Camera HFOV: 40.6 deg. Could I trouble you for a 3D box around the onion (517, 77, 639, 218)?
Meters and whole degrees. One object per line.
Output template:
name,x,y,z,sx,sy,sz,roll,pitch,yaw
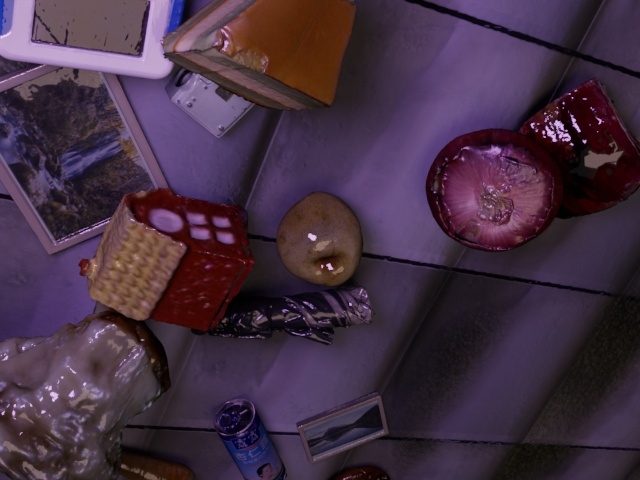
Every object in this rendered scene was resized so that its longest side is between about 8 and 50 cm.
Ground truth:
onion,0.503,-0.126,1.679,0.280,0.146,0.314,-40,134,15

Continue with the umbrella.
umbrella,-0.075,0.150,1.675,0.357,0.113,0.106,-5,100,-13

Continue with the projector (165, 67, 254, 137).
projector,-0.154,-0.250,1.368,0.147,0.061,0.115,-44,127,11

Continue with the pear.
pear,0.000,0.000,1.571,0.167,0.136,0.167,-10,131,-12

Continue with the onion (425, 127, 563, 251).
onion,0.318,-0.098,1.598,0.248,0.161,0.248,6,130,7

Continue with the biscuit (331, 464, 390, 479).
biscuit,0.091,0.632,2.140,0.192,0.049,0.192,-14,129,-18

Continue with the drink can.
drink can,-0.150,0.449,1.873,0.097,0.097,0.235,-23,129,-4

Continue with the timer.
timer,-0.323,-0.331,1.215,0.253,0.078,0.178,4,117,-25

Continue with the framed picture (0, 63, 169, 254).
framed picture,-0.396,-0.139,1.379,0.240,0.020,0.324,-22,130,-6

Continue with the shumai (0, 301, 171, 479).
shumai,-0.432,0.247,1.498,0.323,0.324,0.397,-44,136,-6

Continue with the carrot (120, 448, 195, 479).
carrot,-0.391,0.470,1.811,0.298,0.078,0.078,32,109,-33

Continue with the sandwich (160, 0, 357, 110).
sandwich,-0.084,-0.317,1.241,0.227,0.155,0.198,19,82,-41

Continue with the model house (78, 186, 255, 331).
model house,-0.264,0.027,1.454,0.254,0.160,0.196,10,129,-32

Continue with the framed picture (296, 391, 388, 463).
framed picture,0.054,0.434,1.997,0.203,0.015,0.150,-20,130,-8
